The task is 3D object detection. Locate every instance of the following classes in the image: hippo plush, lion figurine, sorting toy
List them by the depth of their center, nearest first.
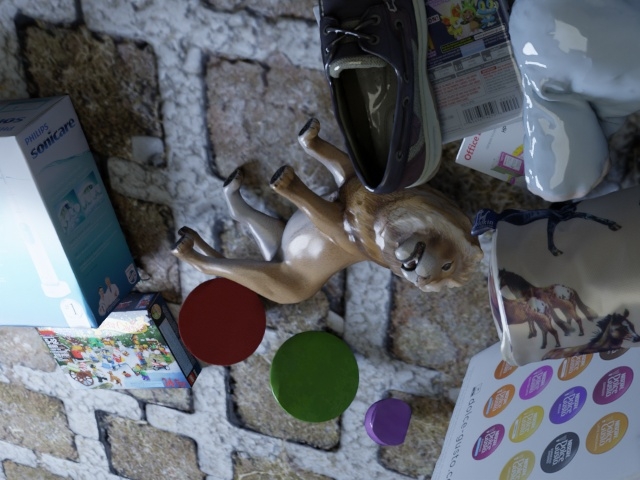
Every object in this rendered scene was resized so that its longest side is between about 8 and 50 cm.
[{"bbox_3d":[0.293,-0.180,0.838,0.237,0.234,0.294,0,135,23],"label":"hippo plush"},{"bbox_3d":[0.000,0.000,1.207,0.240,0.142,0.392,39,147,-21],"label":"lion figurine"},{"bbox_3d":[-0.042,0.185,1.406,0.366,0.127,0.126,31,163,-7],"label":"sorting toy"}]

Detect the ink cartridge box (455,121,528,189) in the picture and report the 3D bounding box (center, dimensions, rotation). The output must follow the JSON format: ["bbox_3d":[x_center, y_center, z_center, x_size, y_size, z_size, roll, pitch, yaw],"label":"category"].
[{"bbox_3d":[0.216,-0.107,1.054,0.123,0.052,0.088,22,133,7],"label":"ink cartridge box"}]

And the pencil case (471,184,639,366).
[{"bbox_3d":[0.364,0.002,0.955,0.411,0.183,0.160,-14,145,21],"label":"pencil case"}]

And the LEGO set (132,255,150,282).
[{"bbox_3d":[-0.287,0.039,1.421,0.083,0.023,0.054,20,133,7],"label":"LEGO set"}]

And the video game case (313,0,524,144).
[{"bbox_3d":[0.107,-0.189,1.015,0.201,0.023,0.183,-14,100,33],"label":"video game case"}]

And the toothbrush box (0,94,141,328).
[{"bbox_3d":[-0.405,-0.033,1.330,0.216,0.126,0.295,-2,122,25],"label":"toothbrush box"}]

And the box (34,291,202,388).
[{"bbox_3d":[-0.318,0.159,1.522,0.233,0.044,0.159,-6,125,28],"label":"box"}]

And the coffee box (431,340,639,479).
[{"bbox_3d":[0.366,0.281,1.117,0.338,0.337,0.334,42,131,-13],"label":"coffee box"}]

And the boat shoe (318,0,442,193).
[{"bbox_3d":[0.049,-0.184,0.979,0.103,0.092,0.285,-5,104,33],"label":"boat shoe"}]
